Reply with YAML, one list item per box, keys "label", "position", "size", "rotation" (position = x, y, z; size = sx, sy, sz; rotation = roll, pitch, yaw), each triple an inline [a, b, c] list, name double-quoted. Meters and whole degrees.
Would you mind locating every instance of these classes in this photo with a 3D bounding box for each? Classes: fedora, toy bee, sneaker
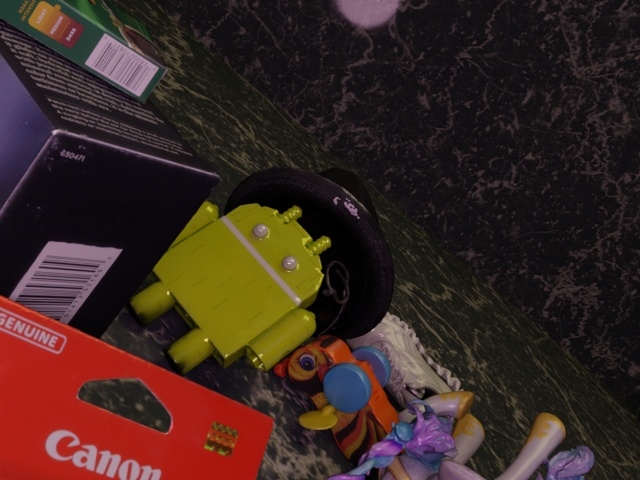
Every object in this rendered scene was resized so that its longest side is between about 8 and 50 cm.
- label: "fedora"
  position: [0.000, 0.000, 1.081]
  size: [0.334, 0.334, 0.152]
  rotation: [41, 46, -3]
- label: "toy bee"
  position: [0.022, 0.203, 0.997]
  size: [0.195, 0.162, 0.298]
  rotation: [16, 58, -54]
- label: "sneaker"
  position: [0.151, 0.239, 1.257]
  size: [0.292, 0.110, 0.118]
  rotation: [41, 25, -2]

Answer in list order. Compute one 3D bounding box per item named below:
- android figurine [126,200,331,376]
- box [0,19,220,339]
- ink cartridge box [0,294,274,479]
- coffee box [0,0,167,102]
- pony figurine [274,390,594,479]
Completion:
- label: "android figurine"
  position: [-0.109, 0.051, 0.890]
  size: [0.248, 0.273, 0.056]
  rotation: [48, -24, 18]
- label: "box"
  position: [-0.302, -0.051, 0.586]
  size: [0.294, 0.296, 0.183]
  rotation: [47, 17, 26]
- label: "ink cartridge box"
  position: [-0.157, 0.196, 0.465]
  size: [0.275, 0.239, 0.060]
  rotation: [33, -26, -29]
- label: "coffee box"
  position: [-0.216, -0.191, 0.535]
  size: [0.184, 0.040, 0.113]
  rotation: [29, 19, -37]
- label: "pony figurine"
  position: [0.166, 0.321, 0.766]
  size: [0.363, 0.302, 0.351]
  rotation: [-13, 29, -38]
